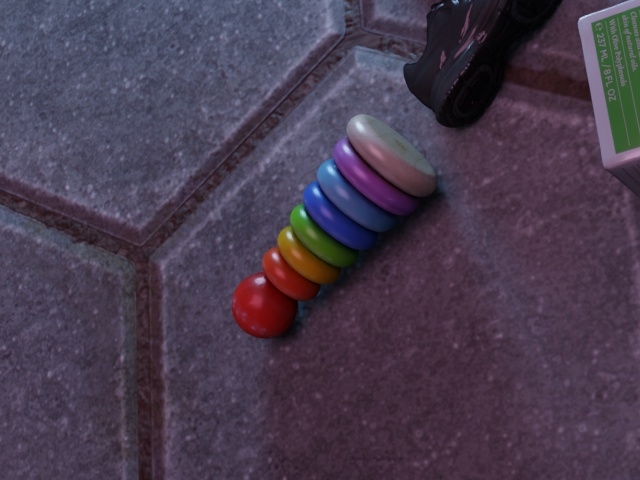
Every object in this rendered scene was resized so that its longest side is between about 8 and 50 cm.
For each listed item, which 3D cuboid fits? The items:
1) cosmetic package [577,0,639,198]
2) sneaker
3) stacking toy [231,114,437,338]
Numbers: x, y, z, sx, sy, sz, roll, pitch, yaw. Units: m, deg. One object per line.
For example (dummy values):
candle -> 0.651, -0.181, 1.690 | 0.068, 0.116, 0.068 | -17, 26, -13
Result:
cosmetic package -> 0.487, -0.191, 1.282 | 0.365, 0.155, 0.197 | -18, 66, 29
sneaker -> 0.205, -0.290, 1.521 | 0.286, 0.109, 0.130 | -53, 52, 7
stacking toy -> 0.000, 0.000, 1.555 | 0.330, 0.141, 0.141 | -50, 57, 16
